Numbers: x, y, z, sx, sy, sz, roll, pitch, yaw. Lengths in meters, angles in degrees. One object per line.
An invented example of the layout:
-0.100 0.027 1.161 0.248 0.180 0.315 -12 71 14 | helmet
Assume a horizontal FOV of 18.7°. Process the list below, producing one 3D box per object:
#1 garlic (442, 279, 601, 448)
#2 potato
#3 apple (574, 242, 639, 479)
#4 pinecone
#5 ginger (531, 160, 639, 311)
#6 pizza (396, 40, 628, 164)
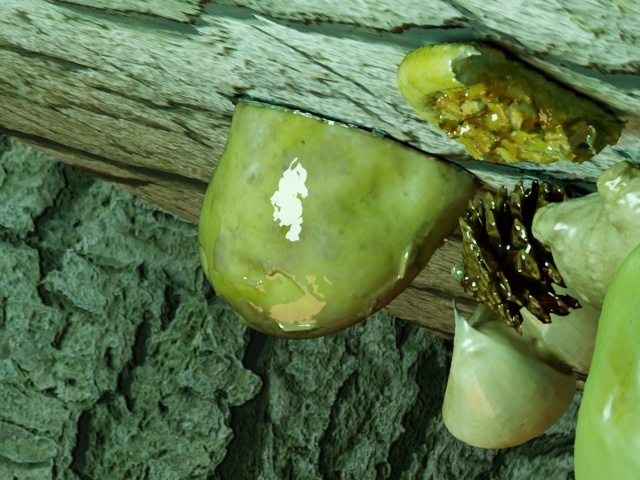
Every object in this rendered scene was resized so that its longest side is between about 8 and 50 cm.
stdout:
0.246 0.099 2.325 0.249 0.286 0.313 61 179 5 | garlic
0.000 0.000 2.204 0.301 0.237 0.288 23 173 -32 | potato
0.417 0.167 1.527 0.473 0.474 0.473 19 174 2 | apple
0.221 0.009 2.022 0.173 0.174 0.173 19 174 2 | pinecone
0.311 0.003 1.829 0.275 0.130 0.221 15 162 45 | ginger
0.158 -0.105 1.643 0.197 0.058 0.292 18 173 8 | pizza
